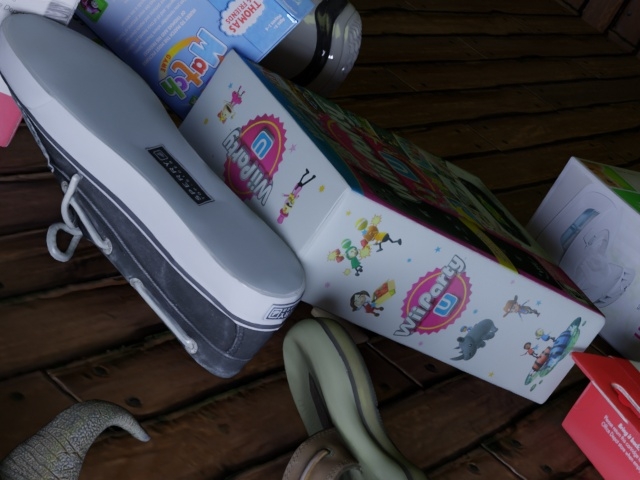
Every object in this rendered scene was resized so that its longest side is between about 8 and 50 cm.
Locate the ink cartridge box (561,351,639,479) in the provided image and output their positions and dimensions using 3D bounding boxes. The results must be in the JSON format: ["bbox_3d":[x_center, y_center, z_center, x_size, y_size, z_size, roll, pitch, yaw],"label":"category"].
[{"bbox_3d":[0.294,0.171,1.316,0.231,0.078,0.134,14,26,-37],"label":"ink cartridge box"}]

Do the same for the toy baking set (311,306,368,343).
[{"bbox_3d":[-0.006,-0.004,1.373,0.197,0.030,0.256,30,21,-4],"label":"toy baking set"}]

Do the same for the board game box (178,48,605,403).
[{"bbox_3d":[0.056,-0.009,1.296,0.303,0.097,0.224,23,19,-39],"label":"board game box"}]

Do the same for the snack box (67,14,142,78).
[{"bbox_3d":[-0.229,-0.222,1.427,0.174,0.070,0.207,25,43,-16],"label":"snack box"}]

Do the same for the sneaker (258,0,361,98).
[{"bbox_3d":[-0.095,-0.300,1.744,0.210,0.137,0.366,24,25,-32],"label":"sneaker"}]

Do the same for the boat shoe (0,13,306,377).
[{"bbox_3d":[-0.140,-0.033,1.152,0.306,0.105,0.113,44,29,13],"label":"boat shoe"}]

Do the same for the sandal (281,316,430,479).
[{"bbox_3d":[0.007,0.160,0.960,0.086,0.120,0.303,-6,31,-13],"label":"sandal"}]

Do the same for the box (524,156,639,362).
[{"bbox_3d":[0.365,0.045,1.628,0.262,0.126,0.231,9,29,-46],"label":"box"}]

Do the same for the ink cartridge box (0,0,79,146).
[{"bbox_3d":[-0.263,-0.205,1.219,0.159,0.218,0.092,23,23,-21],"label":"ink cartridge box"}]

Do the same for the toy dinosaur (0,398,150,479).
[{"bbox_3d":[-0.209,0.129,0.748,0.313,0.121,0.160,13,39,-48],"label":"toy dinosaur"}]

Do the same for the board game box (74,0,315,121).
[{"bbox_3d":[-0.130,-0.212,1.307,0.211,0.160,0.039,45,40,-6],"label":"board game box"}]
